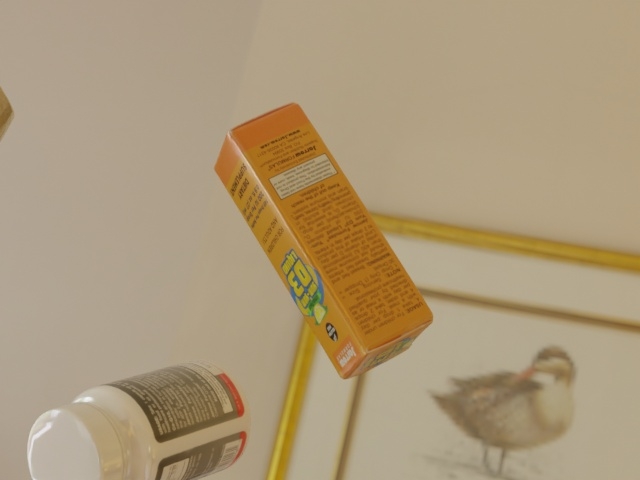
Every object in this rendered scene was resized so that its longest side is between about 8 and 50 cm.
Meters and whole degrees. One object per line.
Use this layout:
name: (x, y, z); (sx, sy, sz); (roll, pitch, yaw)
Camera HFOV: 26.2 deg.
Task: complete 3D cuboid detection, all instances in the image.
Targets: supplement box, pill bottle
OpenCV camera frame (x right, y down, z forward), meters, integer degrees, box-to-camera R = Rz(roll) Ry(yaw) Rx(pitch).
supplement box: (0.000, 0.000, 1.200); (0.080, 0.233, 0.078); (-27, -15, -26)
pill bottle: (-0.238, 0.259, 1.821); (0.161, 0.161, 0.283); (1, 7, 36)

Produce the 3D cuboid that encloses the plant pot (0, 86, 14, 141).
plant pot: (-0.330, -0.037, 0.824); (0.256, 0.274, 0.256); (45, -14, 14)
